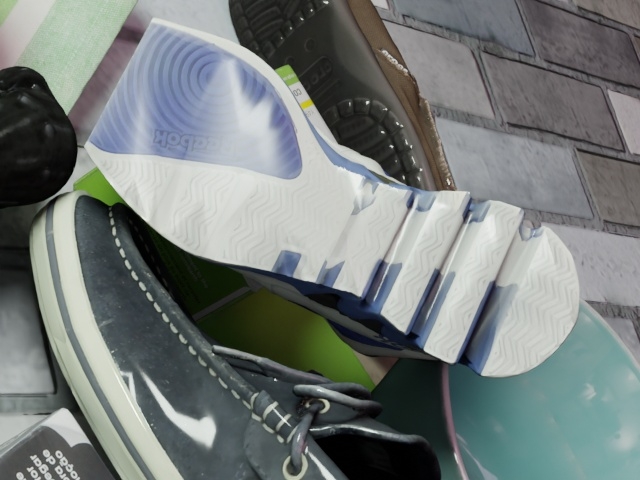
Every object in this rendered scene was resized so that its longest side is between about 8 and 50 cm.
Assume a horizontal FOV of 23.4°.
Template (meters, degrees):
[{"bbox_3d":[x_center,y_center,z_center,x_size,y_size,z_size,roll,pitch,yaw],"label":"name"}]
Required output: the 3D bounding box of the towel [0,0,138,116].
[{"bbox_3d":[-0.266,-0.212,1.002,0.325,0.038,0.248,41,50,-26],"label":"towel"}]

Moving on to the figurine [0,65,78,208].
[{"bbox_3d":[-0.218,-0.114,0.847,0.209,0.092,0.215,-45,124,-80],"label":"figurine"}]

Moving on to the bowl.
[{"bbox_3d":[0.133,0.190,1.143,0.311,0.163,0.311,32,44,-36],"label":"bowl"}]

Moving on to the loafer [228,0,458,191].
[{"bbox_3d":[0.047,-0.092,1.266,0.130,0.134,0.366,4,63,-50],"label":"loafer"}]

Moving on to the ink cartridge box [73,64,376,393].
[{"bbox_3d":[-0.032,0.022,1.116,0.255,0.097,0.189,58,34,-1],"label":"ink cartridge box"}]

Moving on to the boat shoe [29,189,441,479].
[{"bbox_3d":[-0.011,0.148,0.887,0.500,0.156,0.187,53,-3,29],"label":"boat shoe"}]

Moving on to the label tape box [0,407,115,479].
[{"bbox_3d":[-0.179,0.268,0.740,0.240,0.106,0.334,56,34,-4],"label":"label tape box"}]

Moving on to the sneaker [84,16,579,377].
[{"bbox_3d":[0.001,0.001,0.986,0.315,0.182,0.127,30,78,4],"label":"sneaker"}]
